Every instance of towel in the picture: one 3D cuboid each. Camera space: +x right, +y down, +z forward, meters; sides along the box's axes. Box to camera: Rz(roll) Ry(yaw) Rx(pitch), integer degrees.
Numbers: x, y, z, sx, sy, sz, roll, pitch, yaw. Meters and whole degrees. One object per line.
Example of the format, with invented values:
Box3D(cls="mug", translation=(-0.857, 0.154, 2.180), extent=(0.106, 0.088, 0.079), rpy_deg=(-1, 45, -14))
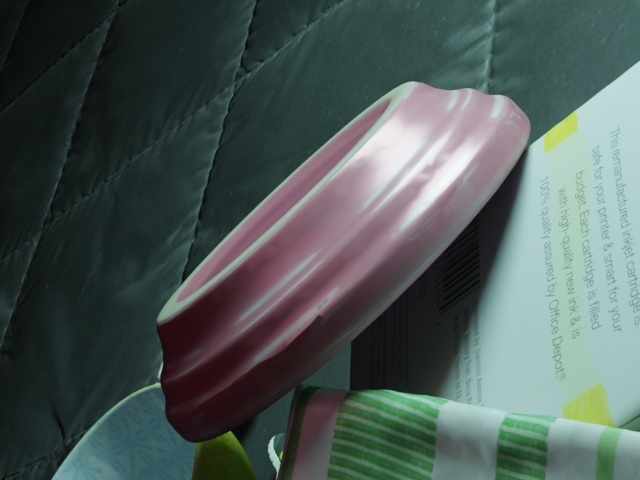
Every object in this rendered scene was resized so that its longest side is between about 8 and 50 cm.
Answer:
Box3D(cls="towel", translation=(0.070, 0.212, 0.847), extent=(0.325, 0.038, 0.248), rpy_deg=(5, 79, 50))

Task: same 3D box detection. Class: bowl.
Box3D(cls="bowl", translation=(-0.131, 0.282, 1.290), extent=(0.289, 0.156, 0.289), rpy_deg=(-41, 29, 30))

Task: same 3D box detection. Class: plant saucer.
Box3D(cls="plant saucer", translation=(0.000, 0.000, 1.090), extent=(0.332, 0.084, 0.332), rpy_deg=(-42, 6, 6))

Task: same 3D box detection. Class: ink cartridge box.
Box3D(cls="ink cartridge box", translation=(0.198, 0.061, 0.964), extent=(0.385, 0.160, 0.279), rpy_deg=(-39, 30, 35))

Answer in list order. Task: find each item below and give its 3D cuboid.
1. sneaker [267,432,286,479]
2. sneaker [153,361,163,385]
Box3D(cls="sneaker", translation=(-0.021, 0.197, 1.349), extent=(0.035, 0.031, 0.083), rpy_deg=(-35, 35, 12))
Box3D(cls="sneaker", translation=(-0.123, 0.179, 1.479), extent=(0.132, 0.086, 0.228), rpy_deg=(-22, 41, 46))
